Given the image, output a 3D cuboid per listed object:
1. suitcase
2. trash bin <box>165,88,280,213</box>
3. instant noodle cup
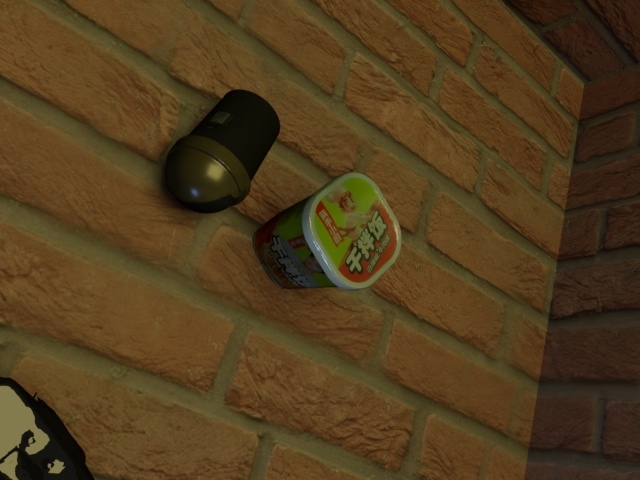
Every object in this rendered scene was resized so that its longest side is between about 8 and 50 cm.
[{"bbox_3d":[-0.617,0.455,1.231,0.339,0.188,0.345,-40,103,-34],"label":"suitcase"},{"bbox_3d":[-0.248,-0.204,1.641,0.214,0.214,0.333,45,50,-22],"label":"trash bin"},{"bbox_3d":[0.000,0.000,1.719,0.294,0.308,0.293,10,74,-36],"label":"instant noodle cup"}]
